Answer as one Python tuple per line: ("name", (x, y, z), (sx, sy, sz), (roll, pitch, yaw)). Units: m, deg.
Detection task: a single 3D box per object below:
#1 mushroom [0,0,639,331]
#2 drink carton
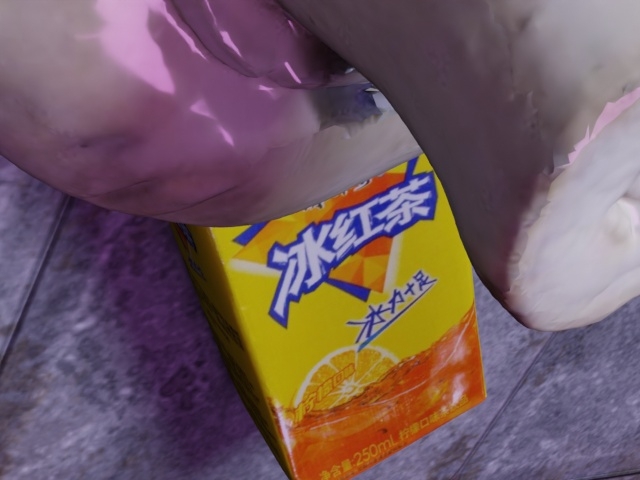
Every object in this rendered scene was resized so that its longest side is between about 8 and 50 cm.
("mushroom", (0.001, -0.131, 0.507), (0.315, 0.356, 0.315), (-40, -179, 1))
("drink carton", (0.000, 0.000, 0.791), (0.154, 0.111, 0.351), (-28, 143, -12))
